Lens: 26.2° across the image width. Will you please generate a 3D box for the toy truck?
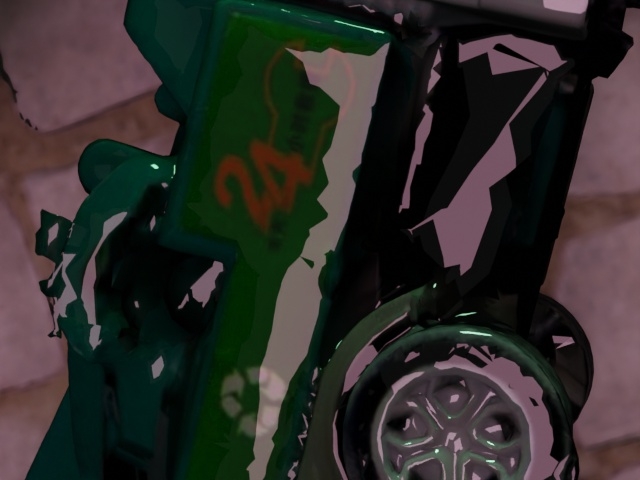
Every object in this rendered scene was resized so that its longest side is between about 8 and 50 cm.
[{"bbox_3d":[0.008,0.000,0.419,0.177,0.176,0.364,18,95,11],"label":"toy truck"}]
